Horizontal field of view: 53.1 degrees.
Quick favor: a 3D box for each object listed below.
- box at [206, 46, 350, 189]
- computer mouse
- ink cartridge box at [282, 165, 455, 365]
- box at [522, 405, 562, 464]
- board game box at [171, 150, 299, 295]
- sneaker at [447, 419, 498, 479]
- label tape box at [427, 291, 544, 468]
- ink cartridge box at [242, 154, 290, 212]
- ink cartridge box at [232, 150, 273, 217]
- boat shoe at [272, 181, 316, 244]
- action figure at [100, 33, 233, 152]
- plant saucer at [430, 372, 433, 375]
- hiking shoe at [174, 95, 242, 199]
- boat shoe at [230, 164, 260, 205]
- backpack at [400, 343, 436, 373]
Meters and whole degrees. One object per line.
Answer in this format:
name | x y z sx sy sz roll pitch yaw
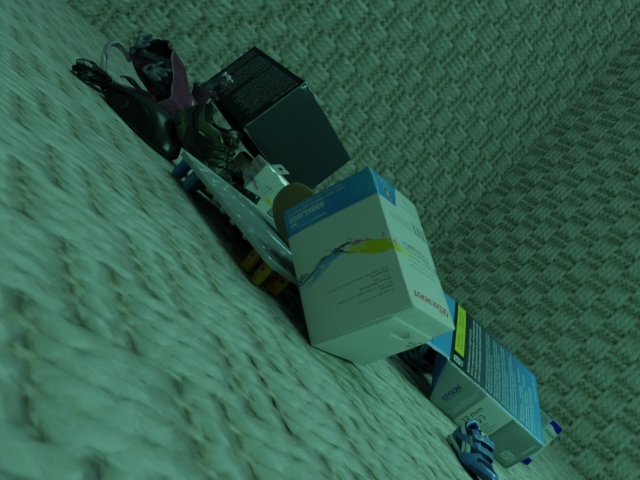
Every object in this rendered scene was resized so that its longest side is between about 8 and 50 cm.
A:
box | -0.137 -0.353 1.896 0.293 0.212 0.395 56 -4 -40
computer mouse | -0.376 -0.276 1.332 0.272 0.072 0.188 44 3 16
ink cartridge box | 0.072 0.047 0.985 0.171 0.168 0.232 32 38 -53
box | 0.546 0.499 1.707 0.072 0.137 0.126 41 4 -34
board game box | -0.074 0.031 1.200 0.390 0.050 0.390 39 5 -45
sneaker | 0.258 0.346 1.055 0.053 0.059 0.144 44 4 -19
label tape box | 0.328 0.290 1.419 0.348 0.115 0.249 41 27 -6
ink cartridge box | -0.148 -0.137 1.581 0.090 0.143 0.092 41 4 -30
ink cartridge box | -0.185 -0.171 2.004 0.235 0.088 0.193 43 5 -7
boat shoe | 0.000 0.000 1.217 0.285 0.103 0.092 51 3 39
action figure | -0.375 -0.335 1.670 0.276 0.247 0.370 0 -26 17
plant saucer | 0.319 0.339 1.845 0.259 0.047 0.258 39 6 -38
hiking shoe | -0.206 -0.176 1.312 0.086 0.114 0.226 -94 160 -68
boat shoe | -0.204 -0.132 1.460 0.080 0.076 0.228 40 5 -42
backpack | 0.257 0.258 1.592 0.158 0.117 0.173 41 36 -13
